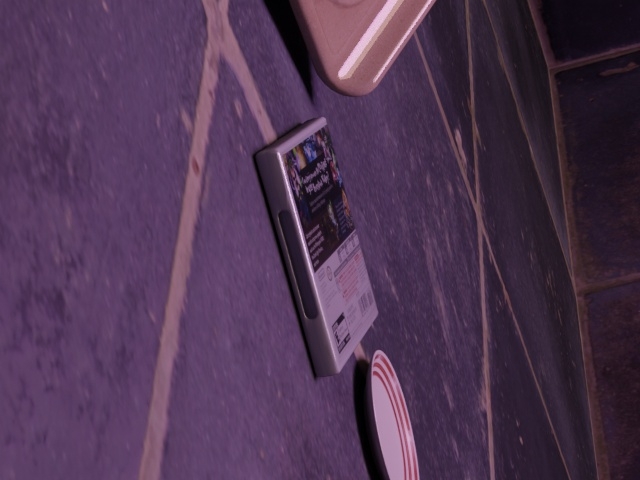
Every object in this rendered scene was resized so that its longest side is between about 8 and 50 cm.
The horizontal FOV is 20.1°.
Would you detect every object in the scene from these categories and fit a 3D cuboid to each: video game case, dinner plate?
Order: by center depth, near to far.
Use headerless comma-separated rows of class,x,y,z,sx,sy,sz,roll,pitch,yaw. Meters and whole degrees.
video game case,0.000,0.000,1.404,0.190,0.022,0.173,-45,121,-74
dinner plate,0.056,0.160,1.487,0.141,0.017,0.141,-14,90,-76

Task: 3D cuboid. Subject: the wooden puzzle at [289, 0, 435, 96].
wooden puzzle,0.030,-0.346,1.500,0.322,0.080,0.348,-57,142,-25
